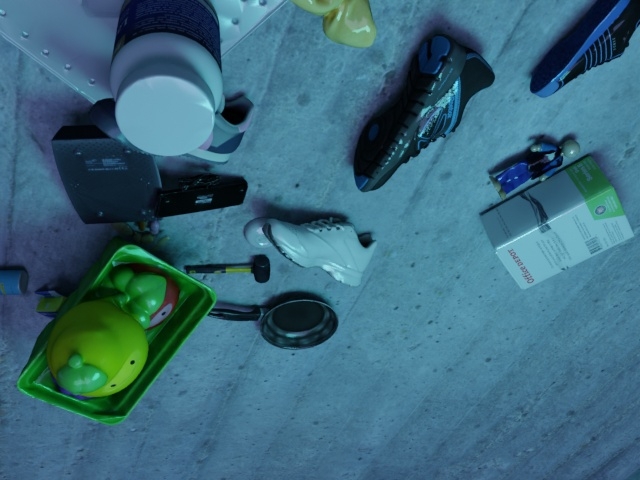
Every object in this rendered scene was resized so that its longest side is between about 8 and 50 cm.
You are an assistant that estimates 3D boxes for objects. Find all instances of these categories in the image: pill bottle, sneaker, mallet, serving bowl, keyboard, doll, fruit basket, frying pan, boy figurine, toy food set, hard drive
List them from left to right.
[{"bbox_3d":[-0.382,-0.120,1.191,0.172,0.054,0.254,-4,149,-8],"label":"hard drive"},{"bbox_3d":[-0.399,0.196,1.256,0.392,0.392,0.283,-37,129,23],"label":"fruit basket"},{"bbox_3d":[-0.376,-0.030,1.340,0.078,0.019,0.122,-34,123,20],"label":"toy food set"},{"bbox_3d":[-0.215,-0.246,0.912,0.153,0.264,0.153,-6,135,-6],"label":"pill bottle"},{"bbox_3d":[-0.233,-0.211,1.063,0.131,0.112,0.319,-50,161,20],"label":"sneaker"},{"bbox_3d":[-0.233,-0.099,1.267,0.192,0.038,0.100,-12,147,-33],"label":"keyboard"},{"bbox_3d":[-0.205,0.060,1.454,0.190,0.039,0.062,5,133,-10],"label":"mallet"},{"bbox_3d":[-0.124,-0.011,1.402,0.084,0.027,0.083,-5,135,-5],"label":"serving bowl"},{"bbox_3d":[-0.117,0.208,1.604,0.327,0.053,0.197,-3,135,-6],"label":"frying pan"},{"bbox_3d":[0.000,0.000,1.395,0.297,0.111,0.129,22,104,-42],"label":"sneaker"},{"bbox_3d":[0.002,-0.414,0.957,0.177,0.092,0.285,-55,128,-17],"label":"boy figurine"},{"bbox_3d":[0.184,-0.208,1.204,0.140,0.125,0.340,14,132,-30],"label":"sneaker"},{"bbox_3d":[0.456,-0.156,1.365,0.189,0.046,0.129,-31,142,15],"label":"doll"},{"bbox_3d":[0.488,-0.340,1.164,0.091,0.081,0.232,26,123,-23],"label":"sneaker"}]

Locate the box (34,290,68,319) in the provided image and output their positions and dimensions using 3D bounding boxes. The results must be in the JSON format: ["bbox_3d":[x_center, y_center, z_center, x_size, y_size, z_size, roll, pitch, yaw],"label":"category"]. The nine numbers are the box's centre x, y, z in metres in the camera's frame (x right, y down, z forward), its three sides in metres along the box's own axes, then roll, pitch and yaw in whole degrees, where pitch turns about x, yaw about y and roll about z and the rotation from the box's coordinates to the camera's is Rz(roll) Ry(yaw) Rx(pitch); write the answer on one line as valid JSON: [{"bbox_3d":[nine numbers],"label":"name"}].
[{"bbox_3d":[-0.552,0.170,1.453,0.109,0.042,0.178,-7,147,43],"label":"box"}]

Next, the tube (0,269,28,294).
[{"bbox_3d":[-0.734,0.089,1.368,0.207,0.052,0.080,0,125,-3],"label":"tube"}]

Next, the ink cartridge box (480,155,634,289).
[{"bbox_3d":[0.528,-0.032,1.451,0.273,0.114,0.198,-30,134,18],"label":"ink cartridge box"}]

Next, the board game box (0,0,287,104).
[{"bbox_3d":[-0.302,-0.400,0.966,0.390,0.050,0.390,-34,131,22],"label":"board game box"}]
